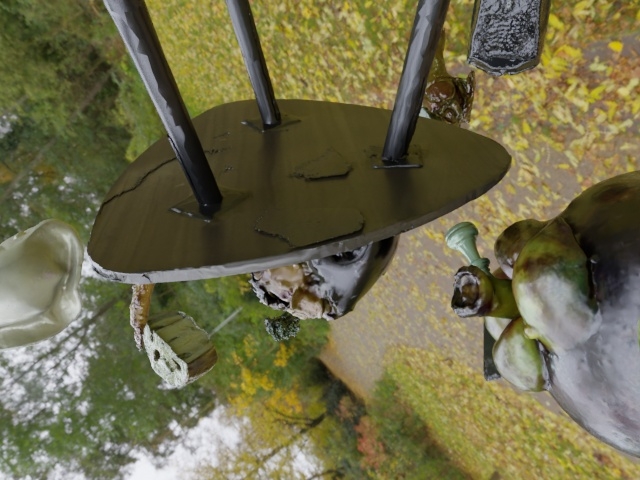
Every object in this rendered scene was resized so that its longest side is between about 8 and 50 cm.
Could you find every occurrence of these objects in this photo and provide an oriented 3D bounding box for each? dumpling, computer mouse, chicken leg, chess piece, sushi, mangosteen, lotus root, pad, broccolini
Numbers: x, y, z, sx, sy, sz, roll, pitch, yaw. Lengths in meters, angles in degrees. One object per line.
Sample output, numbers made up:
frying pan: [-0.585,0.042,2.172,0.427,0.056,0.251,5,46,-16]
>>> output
dumpling: [-0.360,0.064,0.631,0.100,0.169,0.134,-4,128,50]
computer mouse: [0.301,-0.373,0.806,0.122,0.073,0.217,12,113,22]
chicken leg: [0.318,-0.418,1.356,0.211,0.361,0.140,-1,168,41]
chess piece: [0.187,0.024,0.616,0.042,0.042,0.093,67,-176,-56]
sushi: [-0.007,0.002,0.660,0.213,0.200,0.204,-123,16,-44]
mangosteen: [0.342,0.078,0.548,0.330,0.330,0.330,49,170,12]
lotus root: [-0.388,0.298,1.393,0.235,0.119,0.138,38,121,33]
pad: [0.413,0.214,1.203,0.055,0.250,0.323,3,157,11]
broccolini: [-0.027,0.136,1.197,0.071,0.254,0.057,51,157,-14]

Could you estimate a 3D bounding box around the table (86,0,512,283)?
table: [-0.015,-0.164,0.351,0.317,0.317,0.249,41,144,47]

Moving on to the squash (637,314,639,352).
squash: [0.185,0.037,0.203,0.095,0.095,0.188,46,180,30]

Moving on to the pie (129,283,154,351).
pie: [-0.284,0.073,0.815,0.033,0.191,0.088,10,-175,-24]

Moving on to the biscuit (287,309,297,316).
biscuit: [-0.051,0.021,1.014,0.133,0.250,0.032,19,170,-29]

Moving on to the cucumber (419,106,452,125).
cucumber: [0.170,-0.128,0.719,0.211,0.078,0.062,8,-139,-51]
